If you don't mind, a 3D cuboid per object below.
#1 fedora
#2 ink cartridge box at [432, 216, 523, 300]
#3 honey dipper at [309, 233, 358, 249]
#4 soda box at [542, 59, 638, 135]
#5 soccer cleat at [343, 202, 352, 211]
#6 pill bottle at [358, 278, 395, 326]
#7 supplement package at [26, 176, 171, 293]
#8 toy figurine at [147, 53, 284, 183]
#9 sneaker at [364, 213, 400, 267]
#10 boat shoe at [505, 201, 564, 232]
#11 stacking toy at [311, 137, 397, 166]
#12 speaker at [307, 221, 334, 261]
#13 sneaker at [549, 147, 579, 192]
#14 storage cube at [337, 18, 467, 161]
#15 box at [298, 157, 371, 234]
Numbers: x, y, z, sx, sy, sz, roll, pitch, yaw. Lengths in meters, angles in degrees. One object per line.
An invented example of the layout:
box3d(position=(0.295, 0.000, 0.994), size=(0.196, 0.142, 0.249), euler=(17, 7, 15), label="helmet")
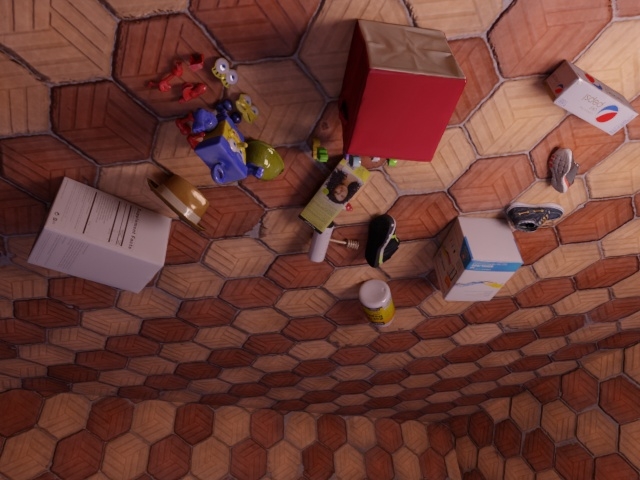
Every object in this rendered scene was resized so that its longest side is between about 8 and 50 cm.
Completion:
box3d(position=(-0.348, -0.108, 1.135), size=(0.079, 0.194, 0.194), euler=(-47, 137, -5), label="fedora")
box3d(position=(0.487, 0.064, 1.411), size=(0.168, 0.171, 0.233), euler=(2, 142, -9), label="ink cartridge box")
box3d(position=(0.042, 0.002, 1.400), size=(0.160, 0.031, 0.030), euler=(10, 141, -16), label="honey dipper")
box3d(position=(0.607, -0.318, 1.000), size=(0.216, 0.074, 0.069), euler=(16, 139, -25), label="soda box")
box3d(position=(0.056, -0.103, 1.266), size=(0.083, 0.029, 0.035), euler=(27, 142, -30), label="soccer cleat")
box3d(position=(0.216, 0.243, 1.662), size=(0.117, 0.117, 0.215), euler=(-12, 142, 10), label="pill bottle")
box3d(position=(-0.587, -0.005, 1.203), size=(0.292, 0.176, 0.177), euler=(25, 133, -33), label="supplement package")
box3d(position=(-0.219, -0.184, 0.973), size=(0.191, 0.217, 0.363), euler=(-15, 141, 14), label="toy figurine")
box3d(position=(0.204, -0.007, 1.388), size=(0.097, 0.084, 0.235), euler=(-19, 149, -22), label="sneaker")
box3d(position=(0.651, -0.064, 1.331), size=(0.183, 0.083, 0.065), euler=(2, 143, -8), label="boat shoe")
box3d(position=(0.069, -0.194, 1.011), size=(0.166, 0.221, 0.052), euler=(0, 109, -6), label="stacking toy")
box3d(position=(0.000, 0.000, 1.345), size=(0.055, 0.055, 0.136), euler=(6, 128, -13), label="speaker")
box3d(position=(0.661, -0.199, 1.194), size=(0.064, 0.061, 0.158), euler=(-35, 141, -4), label="sneaker")
box3d(position=(0.151, -0.297, 0.891), size=(0.214, 0.184, 0.193), euler=(3, 141, -9), label="storage cube")
box3d(position=(0.033, -0.118, 1.192), size=(0.087, 0.058, 0.232), euler=(38, 134, -2), label="box")
